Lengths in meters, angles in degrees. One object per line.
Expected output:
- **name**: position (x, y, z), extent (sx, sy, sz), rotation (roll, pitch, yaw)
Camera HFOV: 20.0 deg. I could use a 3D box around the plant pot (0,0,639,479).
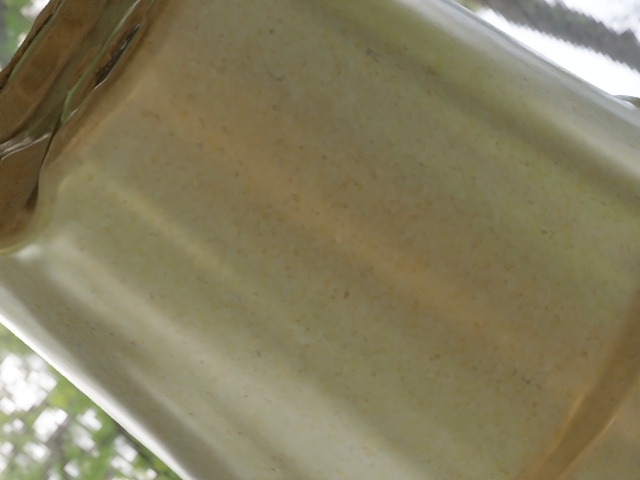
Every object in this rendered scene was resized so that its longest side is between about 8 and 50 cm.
- **plant pot**: position (0.000, 0.000, 0.849), extent (0.334, 0.305, 0.334), rotation (-44, -156, 25)
